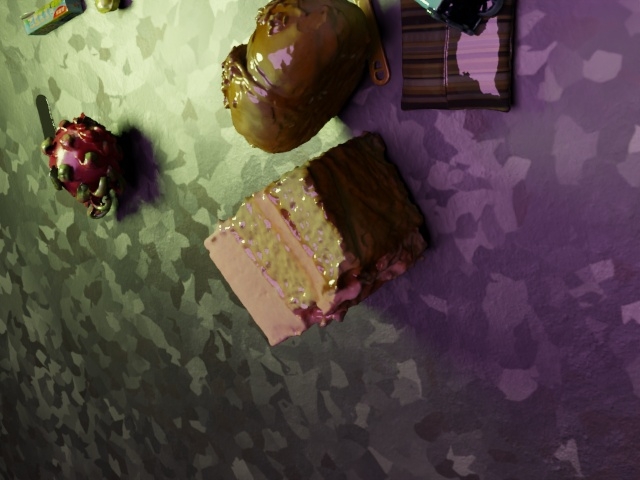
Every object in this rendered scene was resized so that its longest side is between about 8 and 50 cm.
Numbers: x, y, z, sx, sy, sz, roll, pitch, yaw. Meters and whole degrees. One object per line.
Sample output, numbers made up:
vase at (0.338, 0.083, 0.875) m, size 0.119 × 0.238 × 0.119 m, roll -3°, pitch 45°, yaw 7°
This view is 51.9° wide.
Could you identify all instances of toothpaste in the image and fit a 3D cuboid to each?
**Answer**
toothpaste at (-0.700, -0.579, 1.695) m, size 0.193 × 0.070 × 0.044 m, roll -9°, pitch 98°, yaw 37°

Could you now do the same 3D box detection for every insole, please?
insole at (-0.770, -0.302, 1.880) m, size 0.080 × 0.003 × 0.232 m, roll -9°, pitch 99°, yaw 37°

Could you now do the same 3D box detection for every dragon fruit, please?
dragon fruit at (-0.587, -0.190, 1.684) m, size 0.198 × 0.273 × 0.218 m, roll -42°, pitch 68°, yaw -8°

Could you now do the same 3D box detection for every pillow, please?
pillow at (0.228, -0.327, 1.129) m, size 0.208 × 0.052 × 0.212 m, roll 7°, pitch 107°, yaw 33°

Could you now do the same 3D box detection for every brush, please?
brush at (0.084, -0.424, 1.226) m, size 0.103 × 0.013 × 0.272 m, roll -8°, pitch 101°, yaw 37°

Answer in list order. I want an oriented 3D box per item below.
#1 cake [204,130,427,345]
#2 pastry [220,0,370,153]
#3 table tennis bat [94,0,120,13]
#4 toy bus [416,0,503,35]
cake at (0.000, 0.000, 1.243) m, size 0.307 × 0.314 × 0.293 m, roll -34°, pitch 86°, yaw 36°
pastry at (-0.055, -0.311, 1.189) m, size 0.184 × 0.284 × 0.316 m, roll 43°, pitch 133°, yaw 13°
table tennis bat at (-0.524, -0.723, 1.540) m, size 0.224 × 0.054 × 0.369 m, roll -2°, pitch 100°, yaw 35°
toy bus at (0.235, -0.478, 1.002) m, size 0.165 × 0.133 × 0.271 m, roll 49°, pitch 119°, yaw 30°
